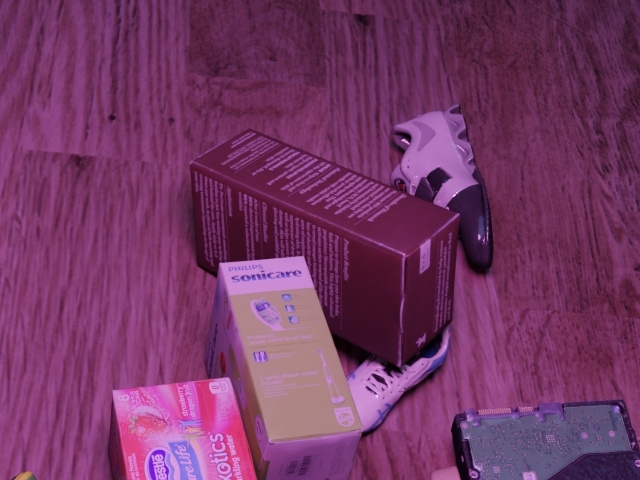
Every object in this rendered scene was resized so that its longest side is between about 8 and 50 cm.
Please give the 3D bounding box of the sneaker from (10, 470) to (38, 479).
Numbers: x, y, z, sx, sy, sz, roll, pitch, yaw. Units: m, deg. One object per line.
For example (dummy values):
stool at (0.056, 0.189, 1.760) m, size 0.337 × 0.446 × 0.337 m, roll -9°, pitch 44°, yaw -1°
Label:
sneaker at (-0.336, 0.397, 1.303) m, size 0.123 × 0.109 × 0.295 m, roll 24°, pitch 35°, yaw -28°

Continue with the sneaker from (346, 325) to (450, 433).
sneaker at (0.096, 0.182, 1.621) m, size 0.085 × 0.086 × 0.237 m, roll 36°, pitch 50°, yaw 19°

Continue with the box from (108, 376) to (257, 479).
box at (-0.156, 0.326, 1.371) m, size 0.154 × 0.142 × 0.300 m, roll -4°, pitch 47°, yaw -18°

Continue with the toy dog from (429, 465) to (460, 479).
toy dog at (0.104, 0.357, 1.329) m, size 0.334 × 0.220 × 0.161 m, roll 9°, pitch 60°, yaw -66°

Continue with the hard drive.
hard drive at (0.307, 0.366, 1.466) m, size 0.237 × 0.064 × 0.339 m, roll -3°, pitch 54°, yaw -8°

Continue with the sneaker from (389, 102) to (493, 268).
sneaker at (0.193, -0.077, 1.898) m, size 0.146 × 0.122 × 0.330 m, roll -12°, pitch 48°, yaw 0°

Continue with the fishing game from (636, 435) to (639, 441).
fishing game at (0.435, 0.381, 1.541) m, size 0.189 × 0.041 × 0.264 m, roll -4°, pitch 55°, yaw -18°

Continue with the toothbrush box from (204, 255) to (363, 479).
toothbrush box at (-0.056, 0.193, 1.485) m, size 0.122 × 0.206 × 0.283 m, roll -4°, pitch 48°, yaw -17°

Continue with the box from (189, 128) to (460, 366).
box at (0.000, 0.000, 1.640) m, size 0.381 × 0.191 × 0.143 m, roll 26°, pitch 43°, yaw 32°
